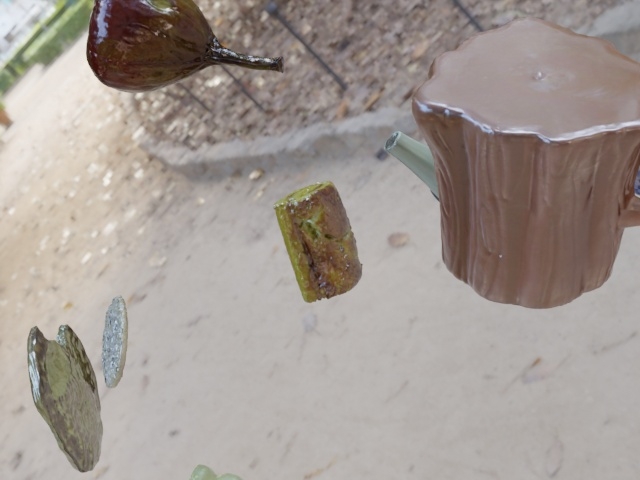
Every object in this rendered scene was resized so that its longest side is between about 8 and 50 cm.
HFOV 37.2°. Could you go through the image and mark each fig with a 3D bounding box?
[{"bbox_3d":[-0.208,-0.316,1.404,0.290,0.190,0.190,-6,35,13],"label":"fig"}]

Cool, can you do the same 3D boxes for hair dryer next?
[{"bbox_3d":[0.143,-0.120,1.296,0.067,0.167,0.199,-51,33,15],"label":"hair dryer"}]

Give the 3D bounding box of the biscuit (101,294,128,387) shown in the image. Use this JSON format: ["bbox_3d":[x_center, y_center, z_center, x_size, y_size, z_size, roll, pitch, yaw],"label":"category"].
[{"bbox_3d":[-0.331,0.164,1.534,0.152,0.020,0.152,-174,90,-67],"label":"biscuit"}]

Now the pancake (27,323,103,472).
[{"bbox_3d":[-0.340,0.211,1.294,0.029,0.212,0.235,-18,-11,1],"label":"pancake"}]

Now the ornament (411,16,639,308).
[{"bbox_3d":[0.202,-0.070,0.925,0.235,0.217,0.221,-5,40,-1],"label":"ornament"}]

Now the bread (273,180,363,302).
[{"bbox_3d":[0.000,0.000,1.516,0.103,0.172,0.132,-14,10,20],"label":"bread"}]

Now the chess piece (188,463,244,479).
[{"bbox_3d":[-0.042,0.366,1.131,0.144,0.251,0.144,11,-90,-84],"label":"chess piece"}]

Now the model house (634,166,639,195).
[{"bbox_3d":[0.433,-0.148,0.997,0.252,0.329,0.295,53,134,47],"label":"model house"}]
